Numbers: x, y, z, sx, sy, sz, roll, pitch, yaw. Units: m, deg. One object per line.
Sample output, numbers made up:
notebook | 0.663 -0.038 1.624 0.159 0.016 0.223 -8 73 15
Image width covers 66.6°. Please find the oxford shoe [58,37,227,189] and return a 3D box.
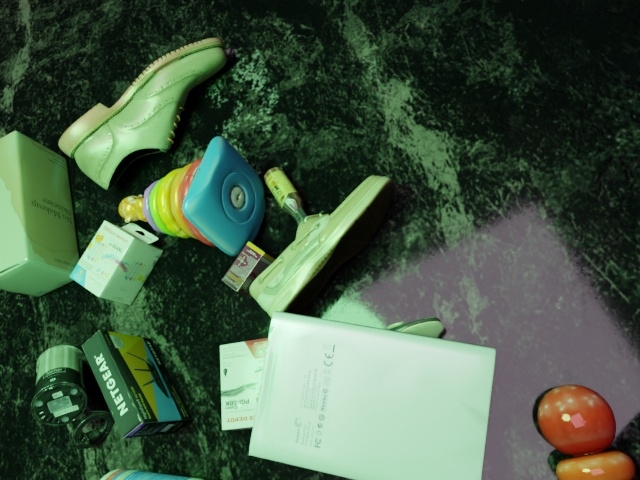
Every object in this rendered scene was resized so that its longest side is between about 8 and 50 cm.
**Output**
oxford shoe | -0.337 -0.265 1.023 0.397 0.140 0.146 -39 95 -1

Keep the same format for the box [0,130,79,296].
box | -0.614 -0.053 1.020 0.121 0.148 0.311 -24 68 10

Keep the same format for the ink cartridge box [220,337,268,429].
ink cartridge box | -0.107 0.234 0.794 0.099 0.056 0.135 -12 69 15

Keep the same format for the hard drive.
hard drive | 0.071 0.231 0.698 0.319 0.040 0.210 8 83 11

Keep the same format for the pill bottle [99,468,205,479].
pill bottle | -0.234 0.423 0.739 0.222 0.124 0.124 -3 72 19

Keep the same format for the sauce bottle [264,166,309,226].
sauce bottle | -0.058 -0.078 0.888 0.042 0.042 0.128 -37 63 5

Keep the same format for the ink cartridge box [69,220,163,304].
ink cartridge box | -0.387 0.036 0.940 0.092 0.090 0.143 25 83 25

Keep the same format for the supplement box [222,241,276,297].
supplement box | -0.124 0.052 0.862 0.043 0.055 0.083 32 85 27

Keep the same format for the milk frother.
milk frother | -0.446 0.283 0.882 0.135 0.129 0.143 35 120 59

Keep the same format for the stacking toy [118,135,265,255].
stacking toy | -0.269 -0.066 0.912 0.302 0.165 0.175 -4 56 30

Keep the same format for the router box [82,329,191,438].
router box | -0.307 0.241 0.821 0.046 0.133 0.179 -41 65 4

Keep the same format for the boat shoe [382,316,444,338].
boat shoe | 0.121 0.147 0.751 0.137 0.049 0.043 -26 27 11

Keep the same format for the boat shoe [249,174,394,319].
boat shoe | 0.000 0.000 0.809 0.098 0.109 0.302 42 95 25

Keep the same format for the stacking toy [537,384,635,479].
stacking toy | 0.348 0.338 0.574 0.141 0.141 0.330 -18 61 13
